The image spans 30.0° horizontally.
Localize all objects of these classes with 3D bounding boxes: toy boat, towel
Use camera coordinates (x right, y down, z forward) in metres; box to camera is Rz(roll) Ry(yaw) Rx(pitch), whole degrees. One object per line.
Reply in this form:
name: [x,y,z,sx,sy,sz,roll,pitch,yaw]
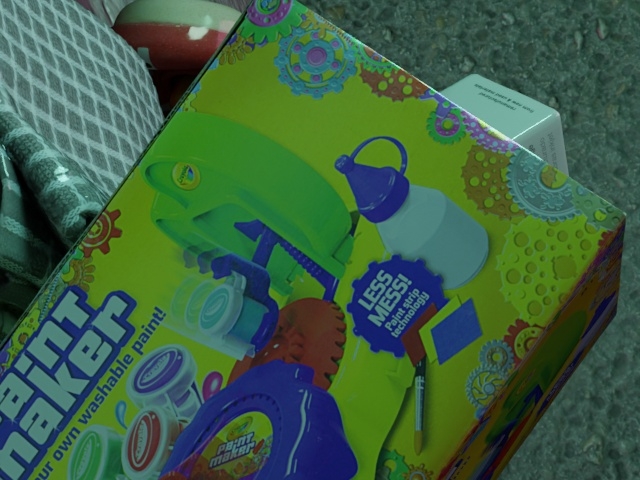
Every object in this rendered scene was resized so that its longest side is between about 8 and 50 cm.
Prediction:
toy boat: [-0.127,-0.135,1.183,0.231,0.151,0.151,54,45,-59]
towel: [-0.156,-0.038,0.698,0.283,0.121,0.235,49,20,-66]

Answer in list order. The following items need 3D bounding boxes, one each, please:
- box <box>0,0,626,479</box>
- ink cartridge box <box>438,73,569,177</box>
box: [-0.011,0.084,0.577,0.177,0.290,0.279,36,-1,17]
ink cartridge box: [0.075,0.022,1.031,0.121,0.289,0.211,35,-29,48]
